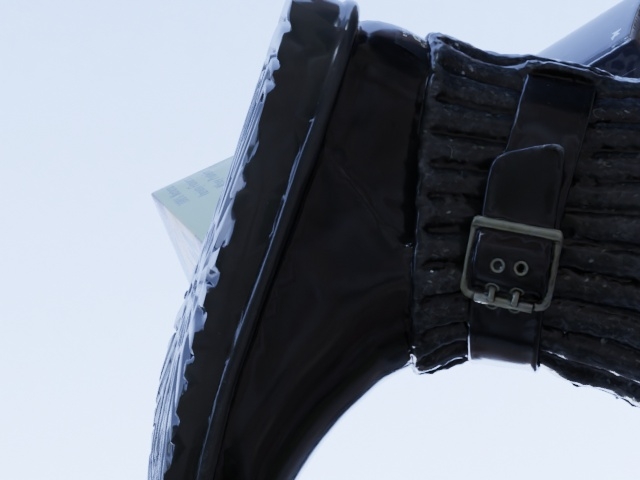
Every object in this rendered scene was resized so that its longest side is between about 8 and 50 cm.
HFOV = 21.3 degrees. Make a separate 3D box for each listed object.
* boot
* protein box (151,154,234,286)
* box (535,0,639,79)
[{"bbox_3d":[0.061,0.057,0.879,0.260,0.131,0.347,17,-78,-8],"label":"boot"},{"bbox_3d":[0.000,0.000,1.361,0.201,0.200,0.136,-25,-70,-11],"label":"protein box"},{"bbox_3d":[0.258,-0.075,1.371,0.207,0.153,0.108,51,-144,-14],"label":"box"}]
